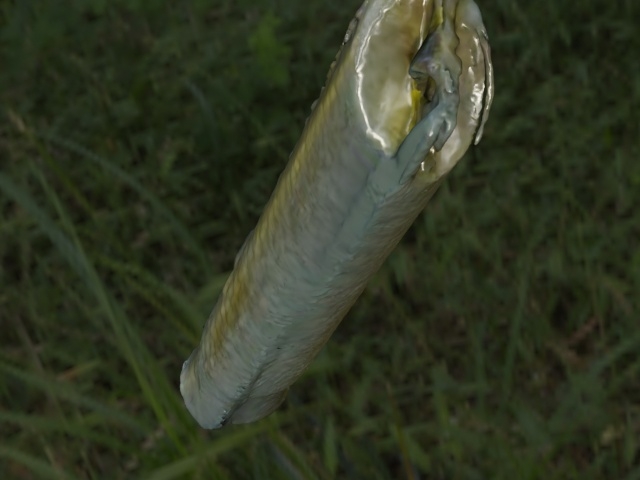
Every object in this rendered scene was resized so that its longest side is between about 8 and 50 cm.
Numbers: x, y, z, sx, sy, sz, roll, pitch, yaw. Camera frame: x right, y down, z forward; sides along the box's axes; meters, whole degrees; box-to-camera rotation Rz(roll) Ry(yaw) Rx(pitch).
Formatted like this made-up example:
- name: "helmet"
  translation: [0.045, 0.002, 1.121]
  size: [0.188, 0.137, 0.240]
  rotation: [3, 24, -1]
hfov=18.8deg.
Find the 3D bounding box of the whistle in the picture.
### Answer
- name: "whistle"
  translation: [0.001, 0.000, 0.810]
  size: [0.057, 0.326, 0.068]
  rotation: [6, 64, -15]
